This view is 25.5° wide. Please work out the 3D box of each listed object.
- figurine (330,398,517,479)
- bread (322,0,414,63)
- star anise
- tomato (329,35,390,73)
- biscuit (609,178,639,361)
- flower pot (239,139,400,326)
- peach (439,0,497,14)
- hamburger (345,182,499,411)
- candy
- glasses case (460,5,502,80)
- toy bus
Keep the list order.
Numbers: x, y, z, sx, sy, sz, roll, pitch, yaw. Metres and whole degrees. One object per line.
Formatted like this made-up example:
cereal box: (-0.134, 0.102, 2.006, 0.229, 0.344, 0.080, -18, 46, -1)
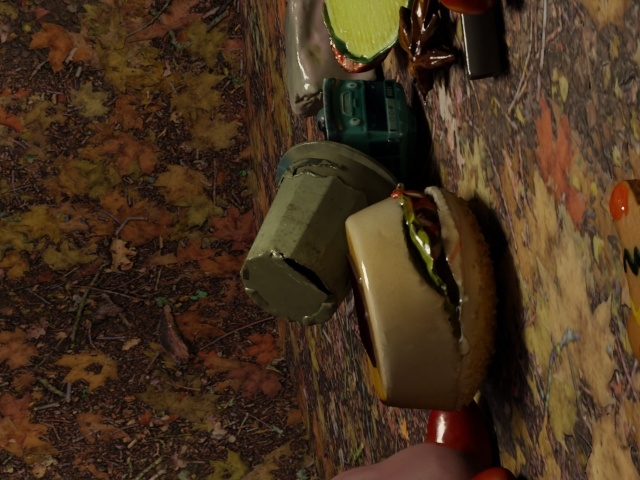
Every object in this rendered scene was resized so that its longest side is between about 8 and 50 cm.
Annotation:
figurine: (0.157, 0.381, 1.871, 0.211, 0.261, 0.270, 55, -176, -29)
bread: (0.072, -0.362, 1.995, 0.228, 0.033, 0.228, 2, 93, 57)
star anise: (0.135, -0.269, 1.843, 0.212, 0.053, 0.157, 114, 147, -77)
tomato: (0.078, -0.325, 2.079, 0.155, 0.069, 0.156, 8, 99, 57)
biscuit: (0.291, 0.072, 1.209, 0.165, 0.036, 0.250, -166, 68, -82)
flower pot: (0.000, 0.000, 1.974, 0.212, 0.212, 0.203, 92, -160, -49)
peach: (0.162, -0.295, 1.530, 0.101, 0.100, 0.101, 172, 90, -81)
hamburger: (0.133, 0.076, 1.801, 0.302, 0.170, 0.302, 169, 90, -88)
candy: (0.014, -0.310, 2.320, 0.185, 0.137, 0.195, 130, 134, -78)
glasses case: (0.174, -0.280, 1.616, 0.072, 0.042, 0.191, -120, 23, -85)
toy bus: (0.069, -0.116, 2.096, 0.256, 0.147, 0.128, 86, 180, -50)
